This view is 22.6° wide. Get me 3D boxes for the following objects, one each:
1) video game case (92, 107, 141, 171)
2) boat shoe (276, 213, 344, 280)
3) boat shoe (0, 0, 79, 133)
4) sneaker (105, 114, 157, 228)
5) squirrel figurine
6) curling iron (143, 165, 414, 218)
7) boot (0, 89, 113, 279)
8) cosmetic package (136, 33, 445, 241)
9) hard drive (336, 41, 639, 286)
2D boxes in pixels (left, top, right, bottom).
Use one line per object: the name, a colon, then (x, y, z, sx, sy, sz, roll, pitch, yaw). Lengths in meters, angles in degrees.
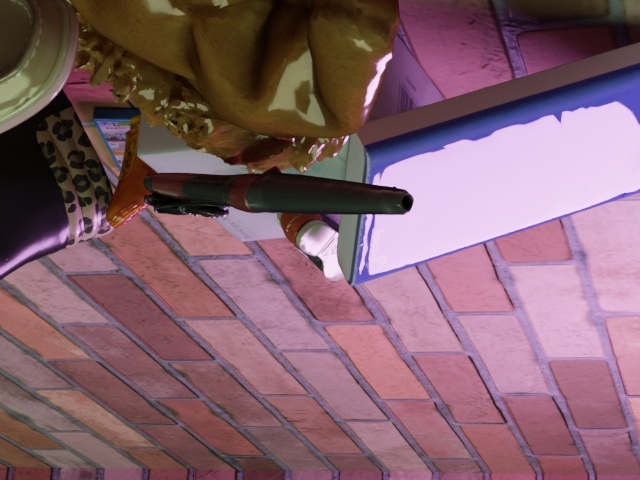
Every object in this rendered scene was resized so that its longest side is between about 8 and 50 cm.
video game case: (-0.170, -0.100, 1.730, 0.119, 0.015, 0.166, 2, 159, 7)
boat shoe: (0.000, 0.000, 1.537, 0.043, 0.049, 0.137, 42, -177, 30)
boat shoe: (-0.296, -0.121, 0.988, 0.302, 0.109, 0.098, 2, 163, 22)
sneaker: (-0.173, -0.081, 1.568, 0.067, 0.175, 0.064, 41, 138, -18)
squirrel figurine: (-0.135, -0.203, 1.120, 0.370, 0.281, 0.397, 13, 156, -3)
curling iron: (-0.035, -0.036, 1.178, 0.068, 0.035, 0.274, 8, 175, -42)
boot: (-0.393, -0.097, 1.527, 0.284, 0.377, 0.138, -26, 164, -36)
cosmetic package: (-0.020, -0.104, 1.520, 0.225, 0.138, 0.224, -4, 157, 24)
hard drive: (0.174, -0.072, 1.458, 0.319, 0.040, 0.210, -17, 149, -15)
